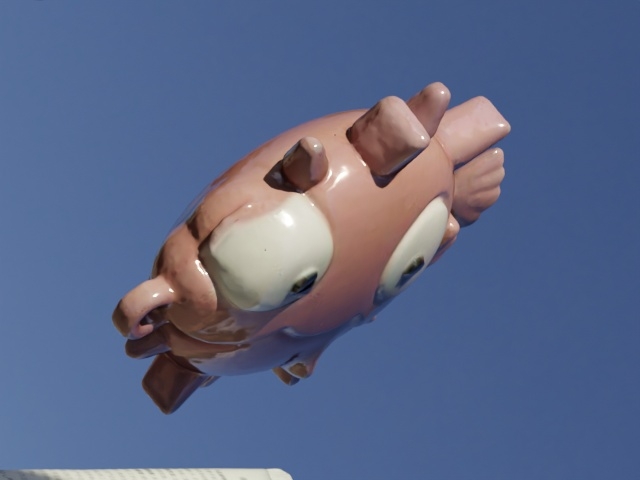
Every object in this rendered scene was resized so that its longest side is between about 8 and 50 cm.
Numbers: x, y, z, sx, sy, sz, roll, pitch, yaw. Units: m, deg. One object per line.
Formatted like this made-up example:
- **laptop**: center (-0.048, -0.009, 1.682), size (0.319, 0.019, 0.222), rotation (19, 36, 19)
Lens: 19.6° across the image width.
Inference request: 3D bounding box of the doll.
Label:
- **doll**: center (0.000, 0.000, 0.917), size (0.093, 0.262, 0.211), rotation (51, -53, 20)

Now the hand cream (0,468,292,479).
- **hand cream**: center (-0.089, 0.119, 0.774), size (0.067, 0.194, 0.042), rotation (52, -50, 51)
